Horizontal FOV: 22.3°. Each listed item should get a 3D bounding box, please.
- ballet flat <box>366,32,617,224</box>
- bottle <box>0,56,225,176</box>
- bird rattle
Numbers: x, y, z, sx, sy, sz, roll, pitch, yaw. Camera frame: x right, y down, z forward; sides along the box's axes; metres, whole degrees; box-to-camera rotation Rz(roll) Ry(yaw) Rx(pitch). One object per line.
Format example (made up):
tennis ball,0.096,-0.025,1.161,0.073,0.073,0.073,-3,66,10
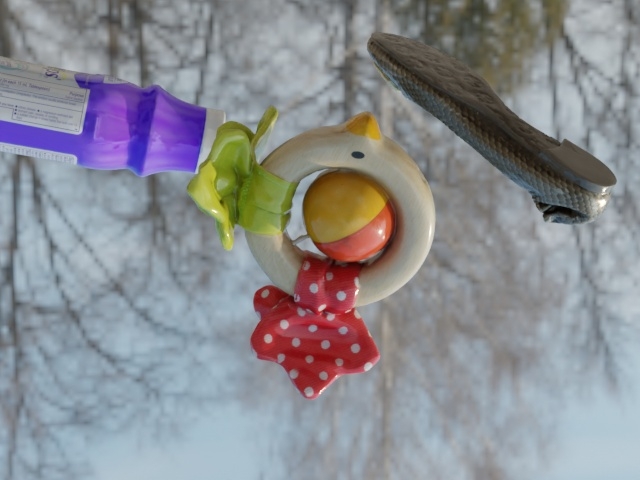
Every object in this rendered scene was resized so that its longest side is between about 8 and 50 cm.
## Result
ballet flat,0.129,-0.090,1.316,0.250,0.058,0.084,38,-149,23
bottle,-0.236,-0.119,1.578,0.282,0.092,0.118,10,-171,-7
bird rattle,0.000,0.000,1.393,0.207,0.253,0.143,-26,-169,18
